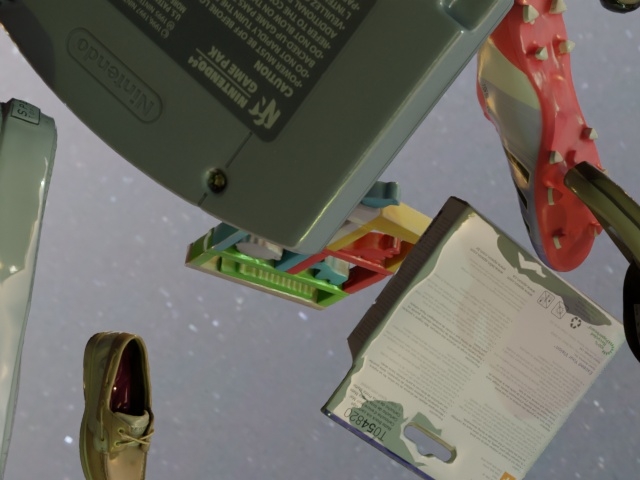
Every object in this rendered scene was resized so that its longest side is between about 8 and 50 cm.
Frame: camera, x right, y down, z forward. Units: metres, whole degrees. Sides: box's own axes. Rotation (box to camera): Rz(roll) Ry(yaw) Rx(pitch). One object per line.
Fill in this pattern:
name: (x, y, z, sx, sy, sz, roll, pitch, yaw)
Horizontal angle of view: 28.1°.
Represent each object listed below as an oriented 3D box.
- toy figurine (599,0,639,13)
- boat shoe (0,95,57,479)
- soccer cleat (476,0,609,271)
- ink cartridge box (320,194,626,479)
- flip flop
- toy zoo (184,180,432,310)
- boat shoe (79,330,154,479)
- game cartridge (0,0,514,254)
toy figurine: (0.400, -0.276, 1.268, 0.213, 0.209, 0.148, -56, -172, -30)
boat shoe: (-0.224, 0.083, 0.686, 0.121, 0.119, 0.335, -154, -107, -78)
soccer cleat: (0.184, -0.096, 1.113, 0.083, 0.248, 0.095, -18, -170, -32)
ink cartridge box: (0.138, 0.110, 1.156, 0.224, 0.223, 0.045, -54, -157, -1)
flip flop: (0.281, 0.058, 1.058, 0.080, 0.277, 0.112, -39, -173, 1)
toy zoo: (0.000, 0.000, 1.406, 0.293, 0.192, 0.030, -30, -132, 51)
boat shoe: (-0.146, 0.132, 0.935, 0.045, 0.050, 0.135, -11, -97, 44)
game cartridge: (-0.065, -0.140, 0.699, 0.297, 0.062, 0.198, 43, -71, 18)
